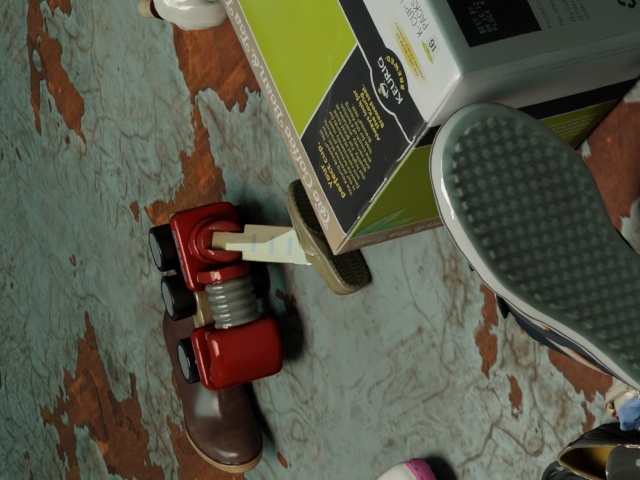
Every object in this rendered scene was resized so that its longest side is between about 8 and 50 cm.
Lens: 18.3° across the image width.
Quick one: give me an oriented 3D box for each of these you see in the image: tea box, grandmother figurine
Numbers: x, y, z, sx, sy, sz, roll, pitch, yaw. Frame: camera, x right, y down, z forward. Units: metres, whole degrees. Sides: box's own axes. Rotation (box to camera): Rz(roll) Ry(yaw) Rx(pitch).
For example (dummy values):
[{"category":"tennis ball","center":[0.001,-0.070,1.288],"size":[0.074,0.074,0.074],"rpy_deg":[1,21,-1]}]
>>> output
[{"category":"tea box","center":[0.086,-0.217,1.705],"size":[0.329,0.220,0.323],"rpy_deg":[66,152,17]},{"category":"grandmother figurine","center":[-0.211,-0.352,2.385],"size":[0.342,0.104,0.208],"rpy_deg":[43,167,44]}]

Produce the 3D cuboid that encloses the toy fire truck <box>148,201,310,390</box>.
[{"category":"toy fire truck","center":[-0.084,0.059,2.315],"size":[0.246,0.158,0.217],"rpy_deg":[176,80,-74]}]

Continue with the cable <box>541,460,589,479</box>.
[{"category":"cable","center":[0.249,0.277,1.856],"size":[0.184,0.047,0.150],"rpy_deg":[105,146,-50]}]

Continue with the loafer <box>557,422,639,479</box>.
[{"category":"loafer","center":[0.275,0.201,1.731],"size":[0.170,0.061,0.062],"rpy_deg":[3,105,63]}]

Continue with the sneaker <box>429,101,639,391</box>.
[{"category":"sneaker","center":[0.184,0.010,1.608],"size":[0.321,0.126,0.127],"rpy_deg":[46,171,-24]}]

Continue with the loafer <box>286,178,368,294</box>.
[{"category":"loafer","center":[0.000,0.000,2.184],"size":[0.148,0.056,0.050],"rpy_deg":[65,146,21]}]

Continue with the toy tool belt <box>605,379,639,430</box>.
[{"category":"toy tool belt","center":[0.274,0.144,1.716],"size":[0.083,0.052,0.051],"rpy_deg":[108,145,-53]}]

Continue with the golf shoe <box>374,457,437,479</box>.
[{"category":"golf shoe","center":[0.047,0.342,2.183],"size":[0.115,0.140,0.306],"rpy_deg":[63,151,26]}]

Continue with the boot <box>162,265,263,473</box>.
[{"category":"boot","center":[-0.146,0.151,2.494],"size":[0.248,0.090,0.207],"rpy_deg":[-121,18,-44]}]
